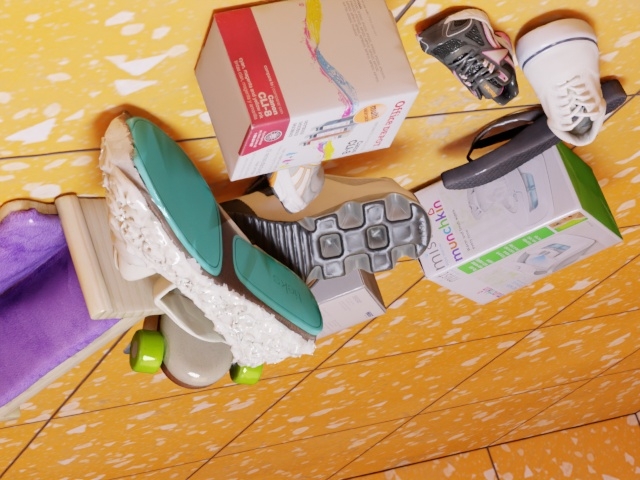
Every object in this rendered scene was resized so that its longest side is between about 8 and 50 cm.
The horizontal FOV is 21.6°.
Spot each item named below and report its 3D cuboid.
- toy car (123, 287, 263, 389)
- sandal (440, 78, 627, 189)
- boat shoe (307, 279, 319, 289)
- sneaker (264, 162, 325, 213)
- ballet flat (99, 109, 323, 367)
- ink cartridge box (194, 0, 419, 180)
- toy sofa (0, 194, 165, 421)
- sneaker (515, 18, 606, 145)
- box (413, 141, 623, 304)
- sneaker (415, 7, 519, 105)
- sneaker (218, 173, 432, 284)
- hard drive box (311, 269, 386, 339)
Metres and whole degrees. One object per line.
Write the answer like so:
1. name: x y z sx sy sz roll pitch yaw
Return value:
1. toy car: -0.173 0.123 2.060 0.155 0.149 0.188 8 159 -21
2. sandal: 0.261 -0.137 2.103 0.254 0.054 0.097 -29 169 1
3. boat shoe: 0.000 0.000 2.183 0.084 0.079 0.233 -8 158 -27
4. sneaker: -0.015 -0.110 1.820 0.121 0.099 0.262 -25 163 5
5. ballet flat: -0.143 0.027 1.823 0.147 0.147 0.409 -25 135 18
6. ink cartridge box: -0.014 -0.154 1.631 0.176 0.127 0.128 -14 161 -18
7. toy sofa: -0.357 0.090 1.968 0.177 0.150 0.362 -1 155 -46
8. sneaker: 0.290 -0.178 1.922 0.094 0.091 0.258 -23 162 13
9. box: 0.261 -0.028 2.290 0.231 0.127 0.262 -26 162 15
10. sneaker: 0.170 -0.191 1.790 0.072 0.077 0.178 -30 158 28
11. sneaker: -0.043 -0.014 2.014 0.330 0.146 0.122 -6 117 -9
12. hard drive box: -0.039 0.087 2.375 0.232 0.089 0.181 -20 162 6
